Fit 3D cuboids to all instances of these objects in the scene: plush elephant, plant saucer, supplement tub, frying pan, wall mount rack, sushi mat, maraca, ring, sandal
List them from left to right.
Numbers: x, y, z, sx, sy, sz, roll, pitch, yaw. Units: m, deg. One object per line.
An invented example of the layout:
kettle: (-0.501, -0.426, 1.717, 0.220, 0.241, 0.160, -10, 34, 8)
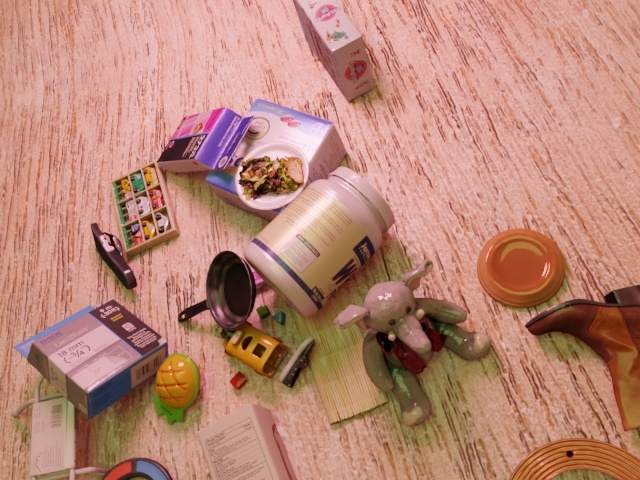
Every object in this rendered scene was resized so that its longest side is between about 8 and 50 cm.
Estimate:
wall mount rack: (-0.694, 0.512, 1.500, 0.304, 0.130, 0.349, -13, 64, 7)
sandal: (-0.590, 0.043, 1.695, 0.054, 0.097, 0.254, -28, 61, -31)
maraca: (-0.364, 0.372, 1.474, 0.127, 0.099, 0.185, 28, 104, 27)
frying pan: (-0.250, 0.167, 1.478, 0.326, 0.053, 0.197, -56, 53, 32)
supplement tub: (0.000, 0.000, 1.435, 0.325, 0.235, 0.235, -45, 62, -10)
sushi mat: (0.040, 0.276, 1.432, 0.152, 0.019, 0.316, -24, 62, 5)
plush elephant: (0.184, 0.190, 1.291, 0.272, 0.255, 0.330, -39, 62, -2)
plant saucer: (0.471, 0.059, 1.384, 0.200, 0.037, 0.199, -6, 66, 14)
ring: (0.529, 0.565, 1.151, 0.337, 0.032, 0.336, -6, 67, 15)

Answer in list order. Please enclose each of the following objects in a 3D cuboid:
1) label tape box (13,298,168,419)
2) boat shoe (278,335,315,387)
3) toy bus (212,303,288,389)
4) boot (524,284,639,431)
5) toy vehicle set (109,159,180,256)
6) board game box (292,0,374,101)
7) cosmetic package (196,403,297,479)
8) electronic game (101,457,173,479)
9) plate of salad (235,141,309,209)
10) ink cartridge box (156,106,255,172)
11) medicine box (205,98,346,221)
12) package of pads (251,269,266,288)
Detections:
label tape box: (-0.598, 0.268, 1.515, 0.334, 0.105, 0.241, 30, 39, 25)
boat shoe: (-0.049, 0.295, 1.427, 0.040, 0.049, 0.142, 37, 102, 17)
toy bus: (-0.184, 0.255, 1.461, 0.202, 0.104, 0.190, -19, 63, 8)
boot: (0.604, 0.260, 1.248, 0.264, 0.096, 0.280, -13, 71, 3)
toy vehicle set: (-0.530, -0.099, 1.758, 0.166, 0.035, 0.266, -25, 63, 5)
board game box: (0.031, -0.585, 1.693, 0.098, 0.224, 0.303, -28, 63, 1)
cosmetic package: (-0.144, 0.538, 1.313, 0.153, 0.129, 0.296, -28, 63, 5)
electronic game: (-0.448, 0.641, 1.406, 0.229, 0.048, 0.229, -6, 66, 14)
plate of salad: (-0.128, -0.171, 1.492, 0.200, 0.048, 0.199, -6, 67, 14)
ink cartridge box: (-0.334, -0.282, 1.664, 0.371, 0.069, 0.175, 8, 66, 52)
medicine box: (-0.119, -0.207, 1.616, 0.264, 0.149, 0.289, 23, 75, 25)
package of pads: (-0.152, 0.092, 1.563, 0.083, 0.032, 0.050, -25, 60, 5)
